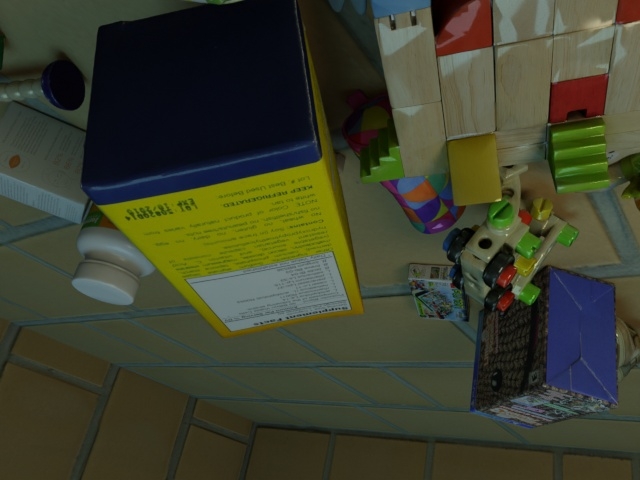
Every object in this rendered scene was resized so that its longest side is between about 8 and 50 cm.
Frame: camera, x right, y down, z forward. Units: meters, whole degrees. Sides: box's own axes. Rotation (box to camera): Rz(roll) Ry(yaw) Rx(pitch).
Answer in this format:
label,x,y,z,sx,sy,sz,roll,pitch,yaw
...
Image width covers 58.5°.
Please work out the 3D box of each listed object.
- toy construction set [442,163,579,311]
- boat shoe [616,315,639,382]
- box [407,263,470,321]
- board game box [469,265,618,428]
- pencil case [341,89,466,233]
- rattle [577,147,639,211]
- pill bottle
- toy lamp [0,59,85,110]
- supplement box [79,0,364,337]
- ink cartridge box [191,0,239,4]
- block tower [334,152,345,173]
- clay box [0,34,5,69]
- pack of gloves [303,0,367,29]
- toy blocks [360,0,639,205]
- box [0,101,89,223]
label,x,y,z,sx,sy,sz,roll,pitch,yaw
toy construction set,0.258,-0.024,0.776,0.151,0.215,0.328,33,169,42
boat shoe,0.619,0.213,1.193,0.098,0.109,0.302,-35,140,3
box,0.255,0.113,1.211,0.113,0.036,0.207,2,151,19
board game box,0.430,0.221,1.127,0.141,0.232,0.291,16,152,-5
pencil case,0.121,-0.104,0.792,0.104,0.105,0.236,-6,145,33
rattle,0.346,-0.063,0.673,0.130,0.143,0.199,-10,168,40
pill bottle,-0.327,-0.023,0.973,0.136,0.246,0.136,10,153,5
toy lamp,-0.482,-0.220,0.854,0.274,0.080,0.080,1,151,19
supplement box,-0.077,-0.054,0.629,0.194,0.196,0.357,-10,150,5
ink cartridge box,-0.138,-0.281,0.401,0.255,0.097,0.189,21,135,34
block tower,-0.118,-0.151,0.805,0.335,0.097,0.090,30,149,-32
clay box,-0.555,-0.274,0.745,0.221,0.053,0.127,9,-175,6
pack of gloves,-0.035,-0.312,0.536,0.194,0.046,0.232,-1,139,24
toy blocks,0.200,-0.198,0.514,0.380,0.191,0.261,-6,140,13
box,-0.459,-0.127,0.958,0.170,0.130,0.091,23,152,-18
